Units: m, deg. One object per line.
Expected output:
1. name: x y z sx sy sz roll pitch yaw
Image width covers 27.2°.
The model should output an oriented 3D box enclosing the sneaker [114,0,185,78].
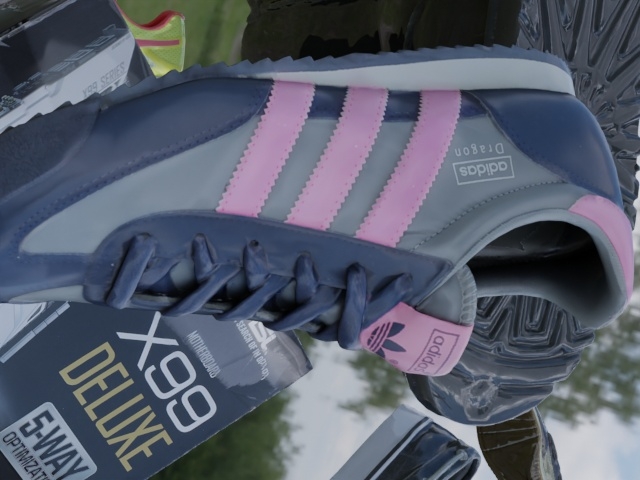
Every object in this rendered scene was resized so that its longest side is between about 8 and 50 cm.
1. sneaker: -0.207 -0.178 1.097 0.081 0.208 0.094 -136 -119 -63

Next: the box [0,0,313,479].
1. box: -0.173 0.022 0.801 0.076 0.242 0.307 45 -16 55

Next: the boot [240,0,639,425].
1. boot: 0.046 -0.091 0.994 0.445 0.146 0.367 17 -89 60

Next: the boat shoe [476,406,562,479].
1. boat shoe: 0.168 0.175 1.104 0.049 0.056 0.152 -47 127 -59

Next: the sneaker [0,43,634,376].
1. sneaker: 0.000 0.000 0.558 0.131 0.318 0.112 68 -26 23

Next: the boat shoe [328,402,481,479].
1. boat shoe: 0.039 0.264 1.123 0.306 0.105 0.113 -40 152 -47
